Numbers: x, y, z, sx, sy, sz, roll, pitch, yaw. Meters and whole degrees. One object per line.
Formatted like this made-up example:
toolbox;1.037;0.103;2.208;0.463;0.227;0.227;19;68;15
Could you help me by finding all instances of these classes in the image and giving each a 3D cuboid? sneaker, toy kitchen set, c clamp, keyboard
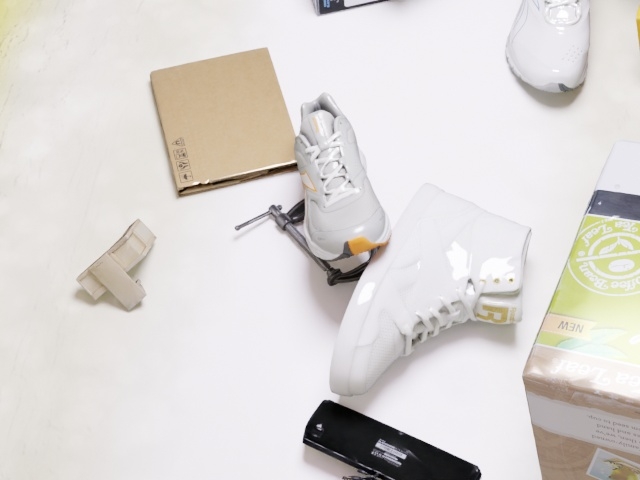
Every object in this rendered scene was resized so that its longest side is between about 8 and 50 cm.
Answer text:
sneaker;0.136;0.070;1.253;0.169;0.108;0.292;21;59;18
sneaker;0.009;-0.078;1.295;0.099;0.121;0.262;-19;32;1
toy kitchen set;-0.229;0.034;1.337;0.083;0.075;0.068;-39;102;14
sneaker;0.308;-0.325;1.493;0.111;0.129;0.297;5;58;3
c clamp;0.000;0.000;1.356;0.137;0.022;0.160;-35;61;-25
keyboard;0.067;0.242;1.195;0.192;0.038;0.100;22;37;16

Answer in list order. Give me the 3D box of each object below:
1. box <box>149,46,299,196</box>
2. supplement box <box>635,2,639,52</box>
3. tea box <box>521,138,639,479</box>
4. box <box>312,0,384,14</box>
box;-0.123;-0.157;1.458;0.164;0.021;0.201;-13;57;-7
supplement box;0.523;-0.300;1.440;0.194;0.129;0.191;7;56;26
tea box;0.411;0.103;1.109;0.329;0.220;0.323;10;54;26
box;0.110;-0.432;1.591;0.290;0.087;0.169;-14;58;-8
